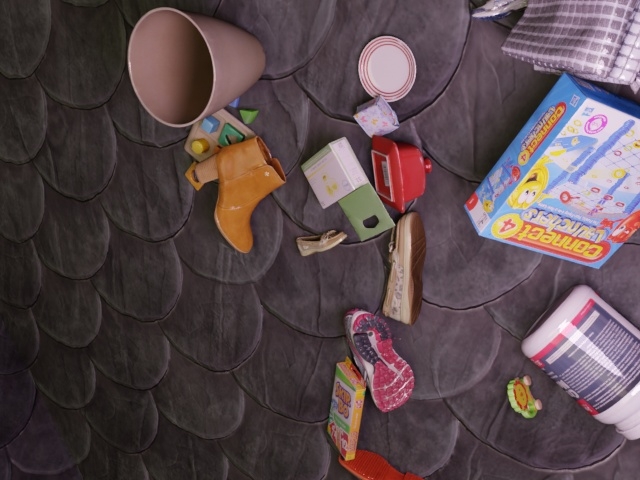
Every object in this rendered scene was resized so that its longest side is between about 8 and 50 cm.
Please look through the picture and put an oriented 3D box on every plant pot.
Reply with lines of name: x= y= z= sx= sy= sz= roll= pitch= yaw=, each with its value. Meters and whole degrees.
plant pot: x=-0.257 y=-0.414 z=1.577 sx=0.257 sy=0.274 sz=0.256 roll=12 pitch=114 yaw=30

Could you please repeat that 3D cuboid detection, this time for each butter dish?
butter dish: x=0.189 y=-0.156 z=1.489 sx=0.160 sy=0.118 sz=0.160 roll=-133 pitch=33 yaw=-69

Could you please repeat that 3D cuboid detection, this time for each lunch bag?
lunch bag: x=0.128 y=-0.274 z=1.515 sx=0.071 sy=0.053 sz=0.083 roll=-21 pitch=123 yaw=38

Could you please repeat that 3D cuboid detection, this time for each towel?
towel: x=0.435 y=-0.392 z=1.114 sx=0.283 sy=0.121 sz=0.234 roll=-128 pitch=49 yaw=-66

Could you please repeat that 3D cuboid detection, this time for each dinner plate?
dinner plate: x=0.148 y=-0.378 z=1.484 sx=0.141 sy=0.017 sz=0.141 roll=12 pitch=113 yaw=29

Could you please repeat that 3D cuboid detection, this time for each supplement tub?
supplement tub: x=0.559 y=0.238 z=1.340 sx=0.272 sy=0.191 sz=0.191 roll=43 pitch=126 yaw=13

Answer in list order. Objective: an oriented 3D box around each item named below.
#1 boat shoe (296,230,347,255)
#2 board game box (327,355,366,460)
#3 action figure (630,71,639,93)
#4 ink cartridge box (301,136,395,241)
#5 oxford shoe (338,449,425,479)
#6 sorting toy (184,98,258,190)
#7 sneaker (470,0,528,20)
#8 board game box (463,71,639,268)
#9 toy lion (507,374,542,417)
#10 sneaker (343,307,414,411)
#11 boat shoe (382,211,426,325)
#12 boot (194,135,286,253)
boat shoe: x=0.001 y=-0.001 z=1.705 sx=0.153 sy=0.056 sz=0.048 roll=-17 pitch=103 yaw=44
board game box: x=0.069 y=0.449 z=1.809 sx=0.124 sy=0.039 sz=0.259 roll=-133 pitch=46 yaw=-55
action figure: x=0.561 y=-0.333 z=1.138 sx=0.141 sy=0.275 sz=0.164 roll=30 pitch=101 yaw=-22
ink cartridge box: x=0.060 y=-0.108 z=1.586 sx=0.235 sy=0.056 sz=0.171 roll=62 pitch=152 yaw=0
oxford shoe: x=0.166 y=0.661 z=1.827 sx=0.271 sy=0.097 sz=0.098 roll=22 pitch=125 yaw=25
sorting toy: x=-0.280 y=-0.259 z=1.794 sx=0.196 sy=0.047 sz=0.347 roll=41 pitch=125 yaw=14
sneaker: x=0.356 y=-0.464 z=1.300 sx=0.135 sy=0.052 sz=0.058 roll=-8 pitch=93 yaw=28
board game box: x=0.472 y=-0.109 z=1.209 sx=0.302 sy=0.308 sz=0.086 roll=-59 pitch=29 yaw=34
toy lion: x=0.454 y=0.356 z=1.514 sx=0.034 sy=0.096 sz=0.100 roll=-23 pitch=95 yaw=37
sneaker: x=0.146 y=0.298 z=1.700 sx=0.112 sy=0.121 sz=0.299 roll=29 pitch=142 yaw=64
boat shoe: x=0.187 y=0.066 z=1.575 sx=0.089 sy=0.105 sz=0.285 roll=12 pitch=115 yaw=27
boot: x=-0.180 y=-0.114 z=1.758 sx=0.211 sy=0.104 sz=0.295 roll=-16 pitch=113 yaw=21
